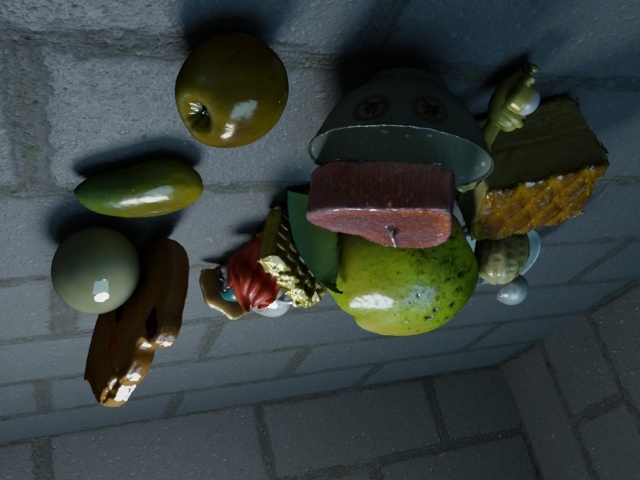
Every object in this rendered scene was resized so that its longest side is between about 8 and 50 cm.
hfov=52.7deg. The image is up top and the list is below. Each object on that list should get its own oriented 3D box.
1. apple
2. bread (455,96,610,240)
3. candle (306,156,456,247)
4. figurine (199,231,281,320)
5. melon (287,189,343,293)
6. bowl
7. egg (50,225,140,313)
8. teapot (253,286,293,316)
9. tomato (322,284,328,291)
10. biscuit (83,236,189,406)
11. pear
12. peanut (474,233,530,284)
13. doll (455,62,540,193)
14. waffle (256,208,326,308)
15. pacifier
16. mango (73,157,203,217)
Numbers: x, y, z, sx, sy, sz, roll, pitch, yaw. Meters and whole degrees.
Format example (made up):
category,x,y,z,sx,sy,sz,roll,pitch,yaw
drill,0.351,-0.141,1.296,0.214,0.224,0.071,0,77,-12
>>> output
category,x,y,z,sx,sy,sz,roll,pitch,yaw
apple,-0.143,-0.231,1.016,0.155,0.182,0.182,-38,167,-31
bread,0.458,-0.154,1.476,0.278,0.207,0.279,-16,156,0
candle,0.148,-0.059,1.244,0.316,0.132,0.287,15,163,-36
figurine,-0.172,0.092,1.642,0.257,0.181,0.208,-36,166,37
melon,0.000,0.001,1.480,0.113,0.262,0.053,-18,174,6
bowl,0.154,-0.214,1.186,0.337,0.158,0.337,8,169,2
egg,-0.495,0.068,1.421,0.185,0.186,0.241,0,160,-29
teapot,-0.143,0.153,1.804,0.226,0.092,0.145,7,128,36
tomato,-0.032,0.107,1.865,0.227,0.101,0.228,-11,157,-5
biscuit,-0.445,0.184,1.519,0.078,0.350,0.455,25,121,-29
pear,0.186,0.059,1.581,0.390,0.391,0.391,-12,155,-6
peanut,0.465,-0.026,1.651,0.146,0.306,0.147,7,149,4
doll,0.346,-0.220,1.291,0.086,0.117,0.291,31,99,-9
waffle,-0.055,0.047,1.526,0.057,0.229,0.219,-24,119,20
pacifier,0.535,0.076,1.939,0.343,0.269,0.288,-13,130,-12
mango,-0.353,-0.098,1.278,0.237,0.091,0.137,-10,153,0
